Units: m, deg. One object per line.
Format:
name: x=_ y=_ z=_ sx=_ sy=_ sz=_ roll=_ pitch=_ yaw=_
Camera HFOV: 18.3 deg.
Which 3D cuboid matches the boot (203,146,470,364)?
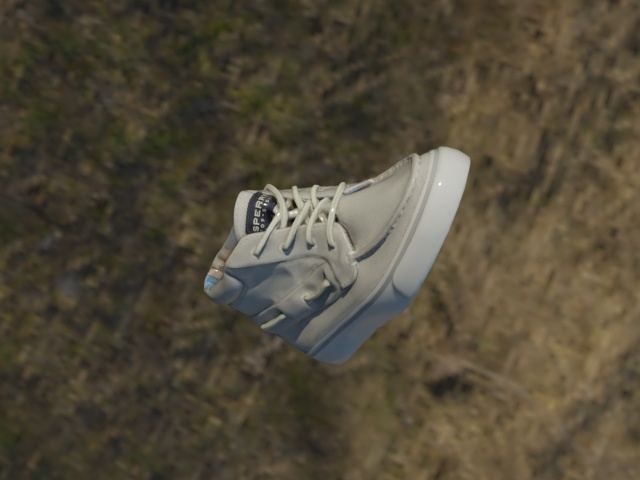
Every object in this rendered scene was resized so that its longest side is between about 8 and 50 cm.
boot: x=0.000 y=0.000 z=1.331 sx=0.258 sy=0.123 sz=0.095 roll=126 pitch=-16 yaw=-55
